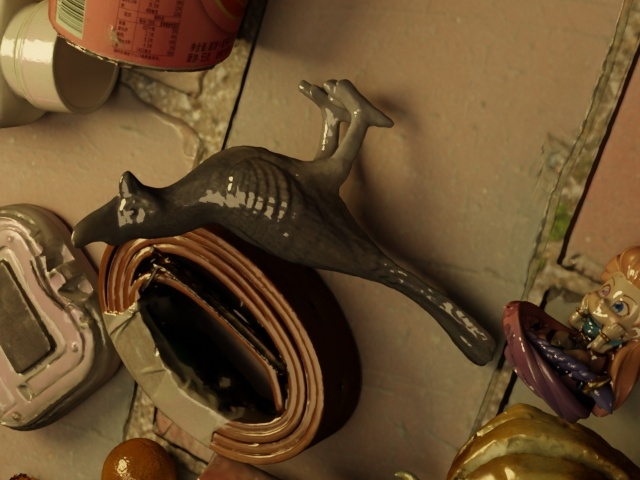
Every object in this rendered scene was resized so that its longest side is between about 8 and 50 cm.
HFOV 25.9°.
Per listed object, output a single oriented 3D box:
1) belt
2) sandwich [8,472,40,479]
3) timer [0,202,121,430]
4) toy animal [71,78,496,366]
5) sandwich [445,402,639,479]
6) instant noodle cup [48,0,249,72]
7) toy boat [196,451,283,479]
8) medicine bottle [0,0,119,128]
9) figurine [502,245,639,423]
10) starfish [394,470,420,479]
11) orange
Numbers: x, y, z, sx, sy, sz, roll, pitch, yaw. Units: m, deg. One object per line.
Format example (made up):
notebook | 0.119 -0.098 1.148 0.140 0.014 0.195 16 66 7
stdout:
belt | -0.085 0.085 1.267 0.261 0.105 0.184 40 113 13
sandwich | -0.311 0.335 1.445 0.235 0.079 0.159 -42 79 28
timer | -0.303 0.078 1.403 0.190 0.069 0.208 -39 79 25
toy animal | -0.007 -0.038 1.189 0.367 0.081 0.206 17 78 -7
sandwich | 0.179 0.292 1.132 0.254 0.100 0.288 32 115 -6
instant noodle cup | -0.131 -0.288 1.172 0.244 0.244 0.255 26 119 22
toy boat | -0.036 0.342 1.307 0.282 0.096 0.206 37 111 4
medicine bottle | -0.343 -0.192 1.351 0.296 0.111 0.161 12 105 25
figurine | 0.222 0.075 1.106 0.157 0.126 0.114 -30 122 -6
starfish | 0.100 0.306 1.222 0.216 0.050 0.224 -14 98 21
orange | -0.176 0.234 1.360 0.085 0.085 0.085 5 101 27
